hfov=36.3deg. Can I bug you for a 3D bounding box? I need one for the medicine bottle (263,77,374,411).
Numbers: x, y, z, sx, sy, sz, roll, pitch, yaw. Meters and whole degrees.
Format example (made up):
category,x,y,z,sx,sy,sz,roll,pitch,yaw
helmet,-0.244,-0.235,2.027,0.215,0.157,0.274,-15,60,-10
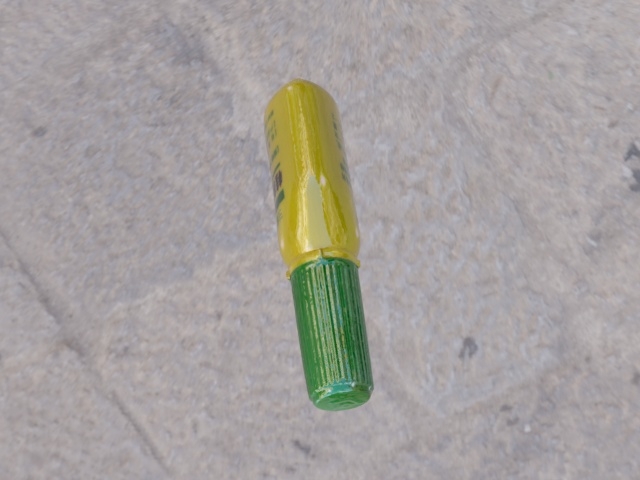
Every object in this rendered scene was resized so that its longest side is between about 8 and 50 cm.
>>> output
category,x,y,z,sx,sy,sz,roll,pitch,yaw
medicine bottle,0.000,0.000,0.740,0.064,0.260,0.095,-7,151,-4
